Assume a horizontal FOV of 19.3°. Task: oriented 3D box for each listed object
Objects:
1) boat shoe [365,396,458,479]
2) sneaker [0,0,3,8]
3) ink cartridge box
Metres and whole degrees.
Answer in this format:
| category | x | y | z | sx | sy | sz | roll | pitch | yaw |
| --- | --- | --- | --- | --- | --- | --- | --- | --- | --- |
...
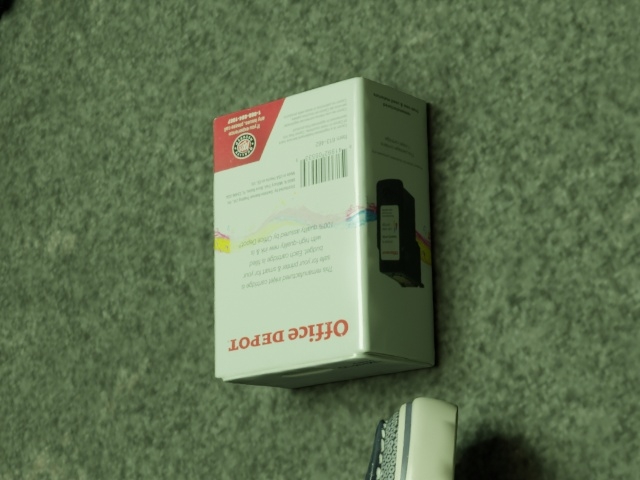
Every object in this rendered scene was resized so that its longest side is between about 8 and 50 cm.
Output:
| category | x | y | z | sx | sy | sz | roll | pitch | yaw |
| --- | --- | --- | --- | --- | --- | --- | --- | --- | --- |
| boat shoe | -0.022 | 0.246 | 1.070 | 0.158 | 0.127 | 0.340 | 11 | 83 | 5 |
| sneaker | -0.309 | -0.233 | 1.493 | 0.135 | 0.098 | 0.276 | -5 | 79 | 41 |
| ink cartridge box | 0.000 | 0.000 | 1.185 | 0.127 | 0.072 | 0.175 | -12 | 73 | 39 |
